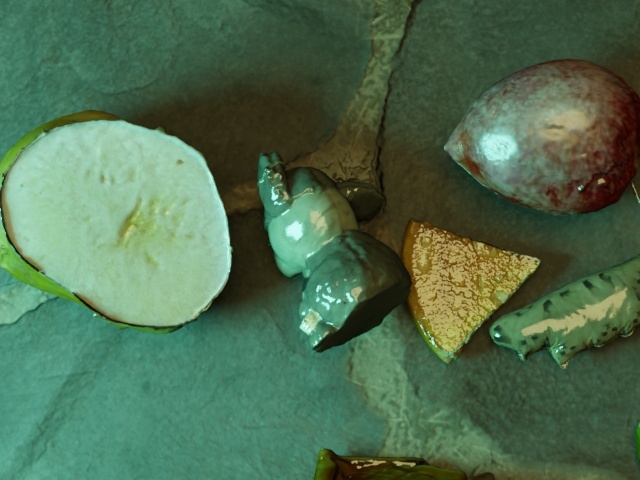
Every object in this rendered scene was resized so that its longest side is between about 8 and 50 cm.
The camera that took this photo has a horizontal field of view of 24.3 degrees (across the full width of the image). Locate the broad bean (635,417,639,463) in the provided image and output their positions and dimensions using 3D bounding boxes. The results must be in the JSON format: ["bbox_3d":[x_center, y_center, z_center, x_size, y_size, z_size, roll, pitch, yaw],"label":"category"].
[{"bbox_3d":[0.460,0.314,1.760,0.256,0.052,0.053,46,43,14],"label":"broad bean"}]

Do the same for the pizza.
[{"bbox_3d":[0.183,0.040,1.844,0.176,0.036,0.185,-24,75,-3],"label":"pizza"}]

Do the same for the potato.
[{"bbox_3d":[-0.260,-0.029,1.823,0.299,0.196,0.246,35,84,-19],"label":"potato"}]

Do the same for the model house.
[{"bbox_3d":[0.064,0.358,1.719,0.219,0.229,0.199,-1,94,-40],"label":"model house"}]

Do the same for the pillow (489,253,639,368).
[{"bbox_3d":[0.329,0.092,1.814,0.241,0.051,0.093,-24,77,-4],"label":"pillow"}]

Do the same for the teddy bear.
[{"bbox_3d":[0.016,0.009,1.822,0.171,0.144,0.251,-7,57,-32],"label":"teddy bear"}]

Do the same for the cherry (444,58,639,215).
[{"bbox_3d":[0.275,-0.124,1.806,0.249,0.175,0.192,-3,89,6],"label":"cherry"}]
